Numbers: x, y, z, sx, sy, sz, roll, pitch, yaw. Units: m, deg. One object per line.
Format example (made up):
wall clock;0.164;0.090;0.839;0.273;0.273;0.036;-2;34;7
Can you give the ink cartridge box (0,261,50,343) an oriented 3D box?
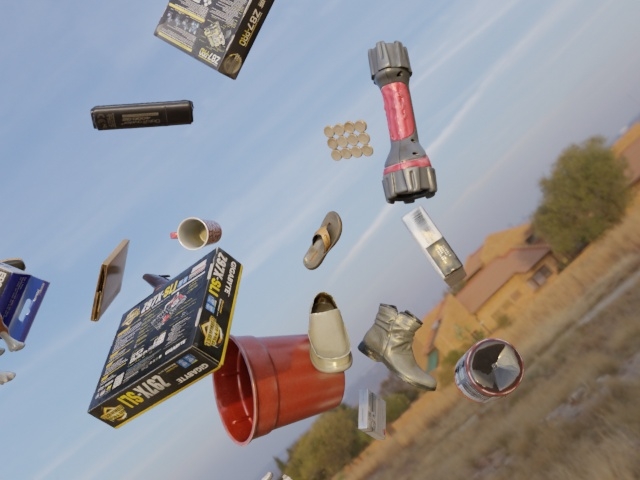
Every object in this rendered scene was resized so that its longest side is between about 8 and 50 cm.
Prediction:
ink cartridge box;-0.791;0.104;1.442;0.065;0.333;0.165;-171;103;-82

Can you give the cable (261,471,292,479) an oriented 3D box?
cable;-0.083;0.638;1.322;0.257;0.257;0.089;-45;9;-21

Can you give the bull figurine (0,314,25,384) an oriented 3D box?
bull figurine;-0.600;0.149;1.117;0.101;0.188;0.310;-29;26;6

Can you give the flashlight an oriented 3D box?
flashlight;0.146;-0.225;1.236;0.103;0.303;0.103;-5;-10;-25

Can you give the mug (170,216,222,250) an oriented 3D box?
mug;-0.434;-0.034;2.314;0.169;0.150;0.113;-13;-55;-78

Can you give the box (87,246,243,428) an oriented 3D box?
box;-0.300;0.190;1.277;0.322;0.079;0.257;-33;30;28

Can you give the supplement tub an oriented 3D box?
supplement tub;0.311;0.250;1.238;0.106;0.106;0.198;-41;-16;-10

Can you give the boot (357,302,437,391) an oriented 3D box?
boot;0.232;0.281;1.757;0.161;0.247;0.083;-60;-18;3

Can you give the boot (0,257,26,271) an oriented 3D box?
boot;-0.957;0.113;1.927;0.198;0.076;0.137;-31;17;-30

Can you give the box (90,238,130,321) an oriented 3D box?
box;-0.553;0.100;1.732;0.201;0.021;0.164;-88;13;-71

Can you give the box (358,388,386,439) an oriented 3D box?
box;0.194;0.646;2.430;0.038;0.145;0.186;-11;-31;25

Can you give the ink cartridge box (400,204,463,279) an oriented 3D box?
ink cartridge box;0.293;0.026;1.653;0.069;0.175;0.371;-34;-14;5

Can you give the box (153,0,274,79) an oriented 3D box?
box;-0.344;-0.732;2.109;0.097;0.395;0.318;18;-77;-52

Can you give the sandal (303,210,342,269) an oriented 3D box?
sandal;0.000;0.000;2.241;0.219;0.090;0.060;-56;-32;8

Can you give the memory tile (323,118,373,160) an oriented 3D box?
memory tile;0.081;-0.290;1.899;0.148;0.113;0.012;-2;27;38

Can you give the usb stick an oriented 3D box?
usb stick;-0.493;-0.350;1.830;0.278;0.045;0.077;-7;-47;-11

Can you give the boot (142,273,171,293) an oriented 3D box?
boot;-0.451;0.149;1.894;0.090;0.207;0.248;-64;-30;-4

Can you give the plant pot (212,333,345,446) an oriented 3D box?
plant pot;-0.100;0.350;1.645;0.265;0.272;0.272;-5;-32;-30

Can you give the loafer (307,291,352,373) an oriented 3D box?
loafer;0.012;0.217;1.585;0.102;0.268;0.091;-12;-61;-6
